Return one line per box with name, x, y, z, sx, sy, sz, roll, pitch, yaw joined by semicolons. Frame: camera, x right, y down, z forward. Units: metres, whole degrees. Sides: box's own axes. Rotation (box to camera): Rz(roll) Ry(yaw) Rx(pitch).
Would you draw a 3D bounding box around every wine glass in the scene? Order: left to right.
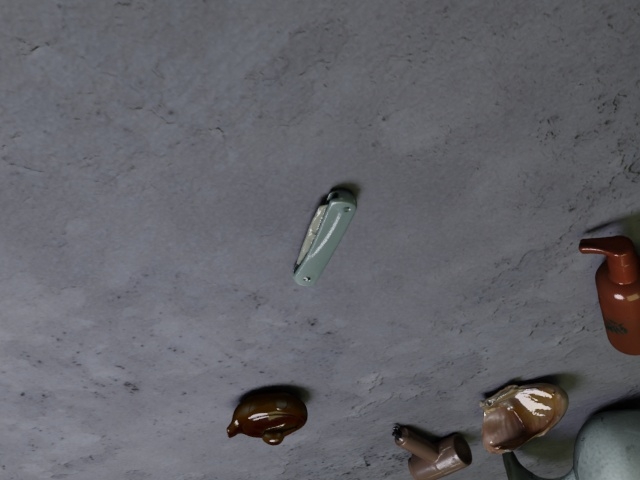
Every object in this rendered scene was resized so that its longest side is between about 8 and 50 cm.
wine glass;0.521;0.434;1.347;0.323;0.237;0.238;-21;140;11

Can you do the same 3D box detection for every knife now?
knife;0.000;0.000;0.868;0.044;0.023;0.162;6;138;-21

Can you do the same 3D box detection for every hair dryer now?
hair dryer;0.185;0.385;1.354;0.117;0.064;0.182;-33;128;28

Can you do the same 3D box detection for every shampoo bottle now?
shampoo bottle;0.418;0.071;1.000;0.086;0.085;0.244;-22;137;15

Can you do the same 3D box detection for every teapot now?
teapot;-0.083;0.287;1.153;0.129;0.078;0.098;-5;140;-6

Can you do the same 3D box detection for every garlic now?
garlic;0.347;0.306;1.260;0.175;0.099;0.124;-33;150;25
